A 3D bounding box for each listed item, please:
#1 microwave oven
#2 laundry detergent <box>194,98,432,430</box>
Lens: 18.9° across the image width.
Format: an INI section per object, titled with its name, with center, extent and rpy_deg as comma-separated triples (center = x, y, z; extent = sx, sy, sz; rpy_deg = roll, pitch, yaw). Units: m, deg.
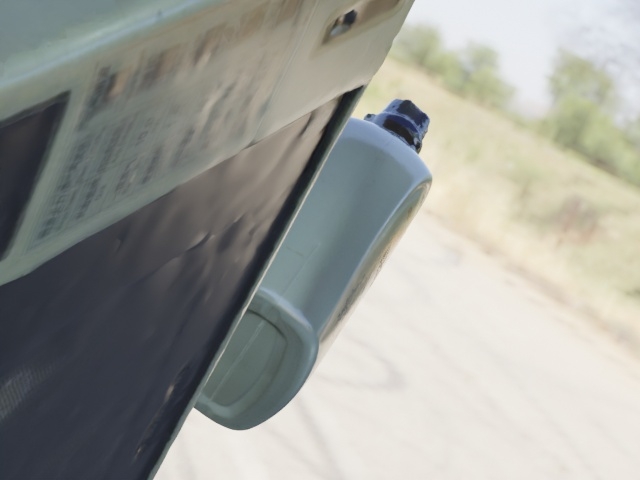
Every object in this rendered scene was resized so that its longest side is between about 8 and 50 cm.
[microwave oven]
center = -0.190, -0.016, 0.578
extent = 0.333, 0.394, 0.247
rpy_deg = 37, 39, 9
[laundry detergent]
center = 0.000, 0.000, 1.498
extent = 0.105, 0.280, 0.215
rpy_deg = 33, -37, 1
